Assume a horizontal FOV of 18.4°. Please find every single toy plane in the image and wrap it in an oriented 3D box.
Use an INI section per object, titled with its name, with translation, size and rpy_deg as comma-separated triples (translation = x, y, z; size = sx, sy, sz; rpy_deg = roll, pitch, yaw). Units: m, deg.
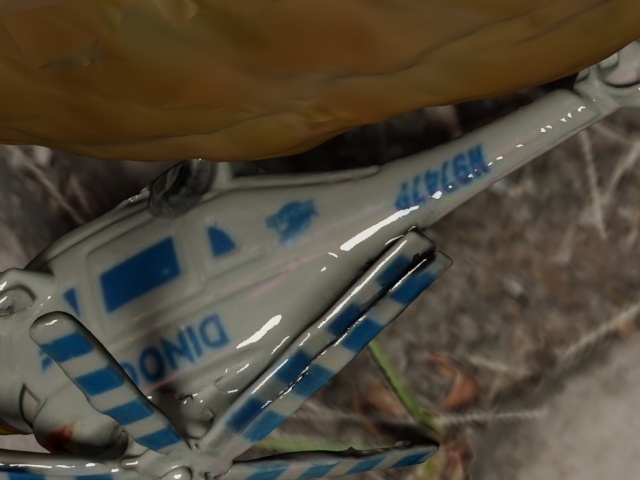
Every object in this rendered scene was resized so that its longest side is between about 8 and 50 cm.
[toy plane]
translation = -0.005, -0.004, 0.565
size = 0.273, 0.182, 0.107
rpy_deg = -43, 50, 37

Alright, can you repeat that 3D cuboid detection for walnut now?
[walnut]
translation = -0.042, -0.167, 0.425
size = 0.344, 0.306, 0.306
rpy_deg = -9, 103, 30
